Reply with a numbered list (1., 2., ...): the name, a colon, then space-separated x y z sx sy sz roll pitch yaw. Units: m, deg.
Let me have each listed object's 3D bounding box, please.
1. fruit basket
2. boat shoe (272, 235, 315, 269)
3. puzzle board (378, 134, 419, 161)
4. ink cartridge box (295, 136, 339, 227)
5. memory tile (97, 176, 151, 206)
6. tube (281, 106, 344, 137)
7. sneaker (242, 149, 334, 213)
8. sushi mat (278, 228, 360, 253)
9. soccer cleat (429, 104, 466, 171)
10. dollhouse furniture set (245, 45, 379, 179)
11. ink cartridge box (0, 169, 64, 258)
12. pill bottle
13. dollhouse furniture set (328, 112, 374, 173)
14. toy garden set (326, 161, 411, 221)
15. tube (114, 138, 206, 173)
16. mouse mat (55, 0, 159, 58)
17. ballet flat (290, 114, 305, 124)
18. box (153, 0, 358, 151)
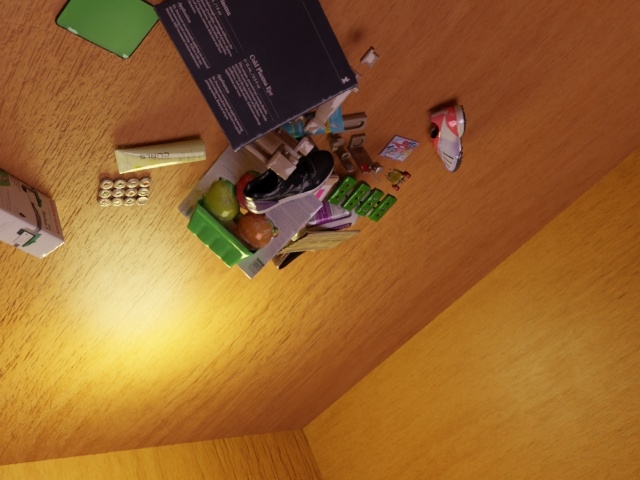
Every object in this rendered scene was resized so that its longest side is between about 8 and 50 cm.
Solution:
1. fruit basket: -0.218 -0.105 1.880 0.353 0.327 0.165 -46 -177 17
2. boat shoe: -0.037 -0.009 2.273 0.342 0.123 0.123 -31 148 7
3. puzzle board: 0.276 -0.319 2.164 0.128 0.011 0.096 7 135 -42
4. ink cartridge box: -0.074 -0.182 1.923 0.088 0.193 0.234 -5 142 -43
5. memory tile: -0.568 -0.141 1.793 0.148 0.012 0.113 -6 143 -31
6. tube: -0.028 -0.348 1.856 0.207 0.052 0.080 -16 115 -19
7. sneaker: -0.084 -0.173 1.726 0.283 0.107 0.124 -32 166 -7
8. sushi mat: 0.000 0.000 2.129 0.152 0.019 0.317 -29 166 34
9. soccer cleat: 0.440 -0.351 2.172 0.117 0.108 0.318 -6 150 5
10. dollhouse furniture set: -0.029 -0.374 1.575 0.174 0.303 0.355 38 111 -12
11. ink cartridge box: -0.783 -0.070 1.596 0.093 0.160 0.219 -33 149 9
12. pill bottle: 0.026 -0.113 2.128 0.302 0.169 0.169 -16 147 -17
13. dollhouse furniture set: 0.111 -0.302 1.956 0.144 0.123 0.151 -13 146 -22
14. toy garden set: 0.160 -0.178 2.009 0.244 0.049 0.203 20 120 -42
15. tube: -0.441 -0.234 1.713 0.240 0.062 0.069 -11 105 -17
16. mouse mat: -0.464 -0.492 1.365 0.153 0.007 0.190 -42 147 22
17. ballet flat: -0.080 -0.430 1.706 0.084 0.058 0.249 -20 143 -13
18. box: -0.137 -0.427 1.376 0.313 0.179 0.343 -27 107 2
